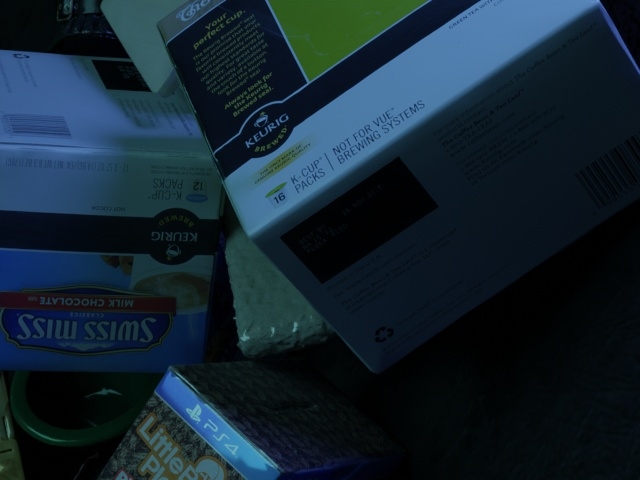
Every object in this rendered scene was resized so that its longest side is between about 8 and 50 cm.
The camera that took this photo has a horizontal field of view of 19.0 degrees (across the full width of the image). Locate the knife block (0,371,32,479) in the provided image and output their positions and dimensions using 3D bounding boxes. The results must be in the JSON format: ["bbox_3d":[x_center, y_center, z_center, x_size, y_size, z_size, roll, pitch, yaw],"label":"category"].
[{"bbox_3d":[-0.378,0.245,2.176,0.242,0.088,0.275,91,164,-67],"label":"knife block"}]

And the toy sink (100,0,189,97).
[{"bbox_3d":[-0.101,-0.226,1.874,0.153,0.131,0.234,-59,31,15],"label":"toy sink"}]

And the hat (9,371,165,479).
[{"bbox_3d":[-0.246,0.214,2.125,0.208,0.183,0.173,-23,47,-9],"label":"hat"}]

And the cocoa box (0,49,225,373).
[{"bbox_3d":[-0.242,-0.034,1.907,0.347,0.231,0.228,-124,40,-65],"label":"cocoa box"}]

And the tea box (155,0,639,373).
[{"bbox_3d":[0.080,-0.128,1.625,0.329,0.220,0.323,-33,43,9],"label":"tea box"}]

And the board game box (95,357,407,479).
[{"bbox_3d":[-0.099,0.261,1.686,0.141,0.232,0.291,40,106,23],"label":"board game box"}]

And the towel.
[{"bbox_3d":[0.000,0.000,1.785,0.187,0.049,0.282,-12,39,1],"label":"towel"}]

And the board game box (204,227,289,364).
[{"bbox_3d":[-0.071,0.056,1.945,0.194,0.060,0.194,-51,37,21],"label":"board game box"}]

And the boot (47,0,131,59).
[{"bbox_3d":[-0.240,-0.252,2.283,0.348,0.131,0.260,21,88,56],"label":"boot"}]
